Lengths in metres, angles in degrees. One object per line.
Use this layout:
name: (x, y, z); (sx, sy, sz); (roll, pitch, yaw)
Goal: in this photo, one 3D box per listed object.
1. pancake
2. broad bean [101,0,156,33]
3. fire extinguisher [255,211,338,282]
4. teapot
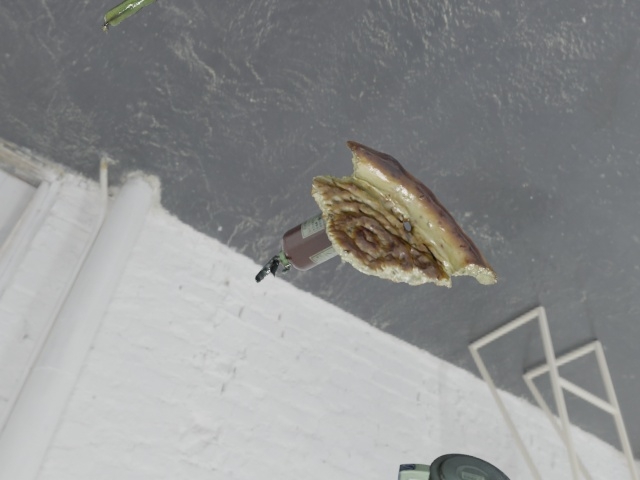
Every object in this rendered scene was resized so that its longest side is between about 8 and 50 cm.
pancake: (0.108, -0.039, 0.799); (0.257, 0.213, 0.056); (12, 141, -26)
broad bean: (-0.374, -0.518, 1.250); (0.226, 0.069, 0.039); (-38, 108, -10)
fire extinguisher: (0.000, 0.000, 0.895); (0.231, 0.099, 0.071); (-28, 106, 18)
teapot: (0.099, 0.200, 0.444); (0.087, 0.066, 0.057); (12, 104, 9)
